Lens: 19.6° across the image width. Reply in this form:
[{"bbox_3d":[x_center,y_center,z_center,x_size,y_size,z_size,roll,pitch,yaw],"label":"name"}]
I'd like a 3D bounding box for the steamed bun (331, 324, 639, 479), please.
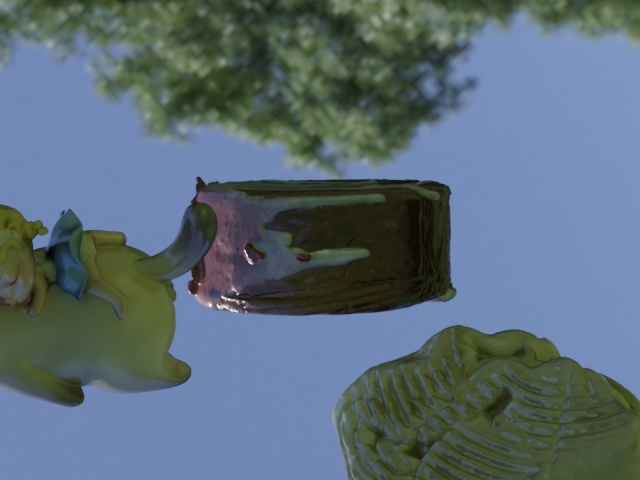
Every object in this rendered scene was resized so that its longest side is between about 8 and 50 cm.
[{"bbox_3d":[0.185,0.225,1.773,0.203,0.289,0.276,60,-169,-46],"label":"steamed bun"}]

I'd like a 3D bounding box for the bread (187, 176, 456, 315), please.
[{"bbox_3d":[0.000,0.000,1.079,0.160,0.160,0.073,-13,-75,-58],"label":"bread"}]

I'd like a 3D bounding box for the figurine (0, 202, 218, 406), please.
[{"bbox_3d":[-0.070,0.010,0.481,0.083,0.051,0.047,-4,-143,-23],"label":"figurine"}]
